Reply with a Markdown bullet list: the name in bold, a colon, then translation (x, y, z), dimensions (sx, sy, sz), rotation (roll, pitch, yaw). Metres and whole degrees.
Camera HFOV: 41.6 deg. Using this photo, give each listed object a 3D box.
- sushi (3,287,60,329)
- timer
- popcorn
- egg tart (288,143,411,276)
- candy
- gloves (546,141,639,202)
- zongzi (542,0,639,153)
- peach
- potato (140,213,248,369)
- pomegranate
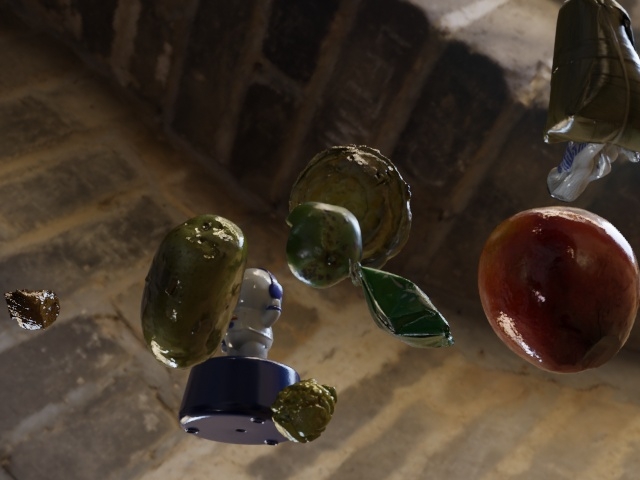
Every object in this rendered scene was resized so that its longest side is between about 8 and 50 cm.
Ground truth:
- **sushi**: translation (-0.333, 0.078, 0.971), dimensions (0.099, 0.047, 0.050), rotation (90, 9, -72)
- **timer**: translation (-0.159, 0.238, 1.866), dimensions (0.270, 0.270, 0.383), rotation (105, -10, -63)
- **popcorn**: translation (-0.033, 0.295, 1.479), dimensions (0.121, 0.106, 0.116), rotation (-38, -149, 59)
- **egg tart**: translation (0.055, -0.061, 1.737), dimensions (0.279, 0.279, 0.095), rotation (-52, 171, 12)
- **candy**: translation (0.124, 0.112, 1.339), dimensions (0.078, 0.203, 0.141), rotation (-47, 164, -24)
- **gloves**: translation (0.465, -0.149, 1.420), dimensions (0.119, 0.097, 0.229), rotation (-15, 163, -34)
- **zongzi**: translation (0.387, -0.209, 1.057), dimensions (0.094, 0.204, 0.204), rotation (143, -43, -71)
- **peach**: translation (0.544, 0.116, 1.921), dimensions (0.388, 0.388, 0.388), rotation (-46, 167, -14)
- **potato**: translation (-0.199, 0.079, 1.310), dimensions (0.197, 0.149, 0.228), rotation (-88, -168, -51)
- **pomegranate**: translation (0.009, -0.007, 1.422), dimensions (0.122, 0.143, 0.169), rotation (-42, -163, 25)
